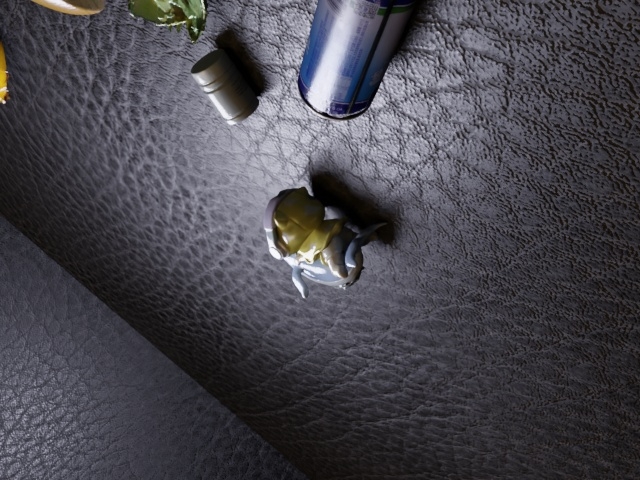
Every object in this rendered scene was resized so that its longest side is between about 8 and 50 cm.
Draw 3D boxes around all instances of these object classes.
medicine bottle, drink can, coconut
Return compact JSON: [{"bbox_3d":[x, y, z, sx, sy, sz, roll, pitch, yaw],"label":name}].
[{"bbox_3d":[-0.132,-0.213,1.142,0.058,0.058,0.091,8,142,48],"label":"medicine bottle"},{"bbox_3d":[0.039,-0.223,0.849,0.097,0.097,0.235,36,156,6],"label":"drink can"},{"bbox_3d":[-0.192,-0.317,1.048,0.133,0.055,0.158,43,157,-21],"label":"coconut"}]

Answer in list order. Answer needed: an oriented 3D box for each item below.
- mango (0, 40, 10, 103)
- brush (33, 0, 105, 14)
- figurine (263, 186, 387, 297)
[{"bbox_3d":[-0.669,-0.349,1.567,0.154,0.126,0.252,52,151,19],"label":"mango"},{"bbox_3d":[-0.305,-0.372,0.995,0.166,0.174,0.266,16,157,22],"label":"brush"},{"bbox_3d":[0.000,0.000,1.261,0.208,0.128,0.184,-5,129,46],"label":"figurine"}]
